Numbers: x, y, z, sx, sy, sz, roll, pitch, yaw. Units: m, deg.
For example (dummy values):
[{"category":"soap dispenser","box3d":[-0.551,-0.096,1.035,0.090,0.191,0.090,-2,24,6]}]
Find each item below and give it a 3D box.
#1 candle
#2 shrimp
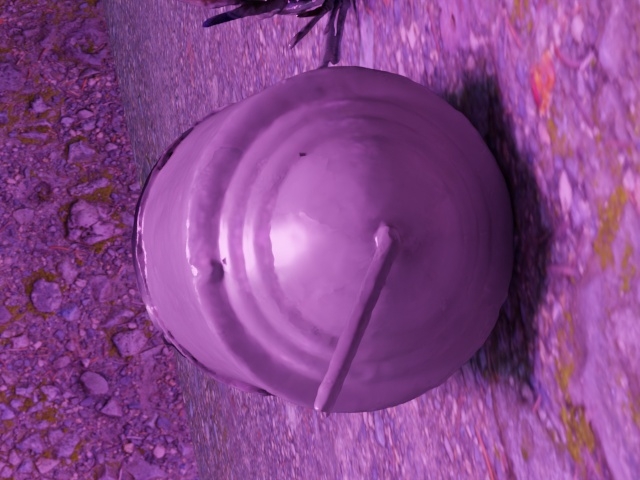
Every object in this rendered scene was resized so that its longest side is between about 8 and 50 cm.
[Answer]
[{"category":"candle","box3d":[0.000,0.000,0.864,0.342,0.221,0.221,174,89,-73]},{"category":"shrimp","box3d":[-0.049,-0.248,1.094,0.221,0.166,0.410,53,-170,-16]}]
